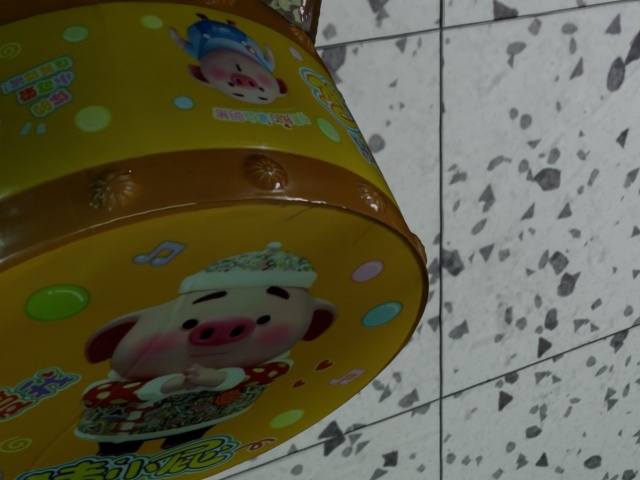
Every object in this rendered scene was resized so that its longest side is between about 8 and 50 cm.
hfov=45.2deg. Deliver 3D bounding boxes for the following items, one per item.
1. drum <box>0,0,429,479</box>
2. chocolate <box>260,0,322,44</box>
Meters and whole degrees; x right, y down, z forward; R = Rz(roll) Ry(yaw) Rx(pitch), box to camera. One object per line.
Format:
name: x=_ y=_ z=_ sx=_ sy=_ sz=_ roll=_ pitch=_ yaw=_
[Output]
drum: x=-0.144 y=0.027 z=0.594 sx=0.430 sy=0.214 sz=0.431 roll=-19 pitch=148 yaw=-12
chocolate: x=-0.017 y=-0.335 z=0.705 sx=0.102 sy=0.065 sz=0.330 roll=1 pitch=111 yaw=-29
